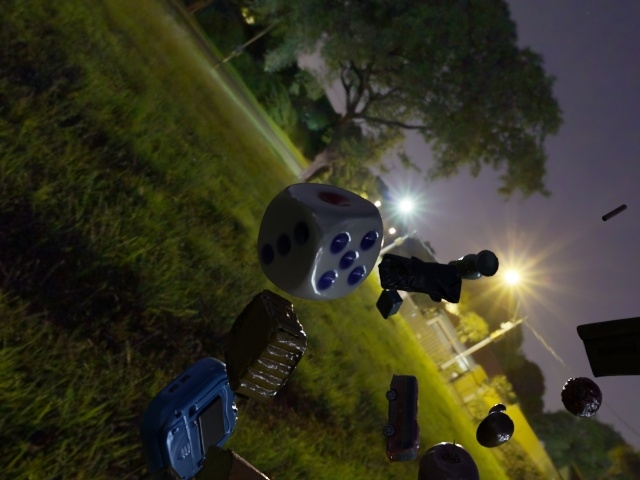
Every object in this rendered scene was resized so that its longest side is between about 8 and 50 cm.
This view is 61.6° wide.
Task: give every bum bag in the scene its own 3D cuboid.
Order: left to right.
[{"bbox_3d":[0.283,0.103,1.515,0.060,0.248,0.123,126,-27,-58],"label":"bum bag"}]

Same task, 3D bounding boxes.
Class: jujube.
[{"bbox_3d":[0.793,0.477,1.623,0.176,0.112,0.109,39,33,-47],"label":"jujube"}]

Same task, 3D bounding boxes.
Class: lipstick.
[{"bbox_3d":[0.883,-0.083,1.613,0.019,0.094,0.019,49,-26,34],"label":"lipstick"}]

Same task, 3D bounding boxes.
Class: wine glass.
[{"bbox_3d":[0.576,0.102,2.063,0.103,0.103,0.231,59,-19,-1],"label":"wine glass"}]

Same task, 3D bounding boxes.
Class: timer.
[{"bbox_3d":[-0.367,0.525,1.555,0.115,0.309,0.340,21,-52,27],"label":"timer"}]

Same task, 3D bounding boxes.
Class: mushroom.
[{"bbox_3d":[0.416,0.426,1.250,0.129,0.072,0.088,-38,115,-42],"label":"mushroom"}]

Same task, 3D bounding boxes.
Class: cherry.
[{"bbox_3d":[0.442,0.822,1.859,0.212,0.286,0.236,16,11,27],"label":"cherry"}]

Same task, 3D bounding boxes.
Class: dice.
[{"bbox_3d":[0.000,0.000,1.715,0.304,0.304,0.277,-7,32,-45],"label":"dice"}]

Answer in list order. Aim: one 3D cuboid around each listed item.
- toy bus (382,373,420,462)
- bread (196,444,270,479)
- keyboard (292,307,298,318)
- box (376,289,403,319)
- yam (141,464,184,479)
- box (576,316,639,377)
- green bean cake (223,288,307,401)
[{"bbox_3d":[0.185,0.398,1.214,0.192,0.077,0.065,-79,155,-43],"label":"toy bus"},{"bbox_3d":[-0.165,0.479,0.948,0.169,0.160,0.140,48,-34,-21],"label":"bread"},{"bbox_3d":[-0.090,0.280,1.858,0.166,0.017,0.055,95,-25,-65],"label":"keyboard"},{"bbox_3d":[0.242,0.217,1.859,0.074,0.054,0.099,61,-33,36],"label":"box"},{"bbox_3d":[-0.335,0.685,1.263,0.304,0.168,0.168,47,4,5],"label":"yam"},{"bbox_3d":[0.850,0.278,1.425,0.252,0.188,0.153,132,-48,-69],"label":"box"},{"bbox_3d":[-0.145,0.269,1.378,0.131,0.230,0.224,28,16,-27],"label":"green bean cake"}]
